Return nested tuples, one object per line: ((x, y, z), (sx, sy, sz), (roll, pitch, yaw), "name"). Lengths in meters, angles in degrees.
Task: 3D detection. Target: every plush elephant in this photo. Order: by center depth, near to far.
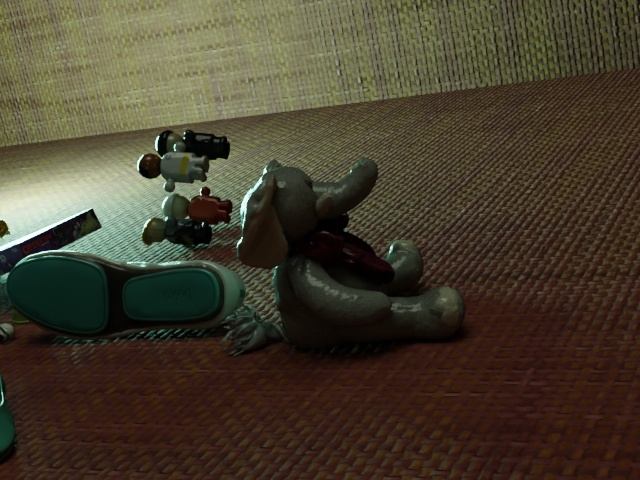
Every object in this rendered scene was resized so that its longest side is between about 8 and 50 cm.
((0.000, 0.000, 1.477), (0.330, 0.255, 0.272), (-13, 18, 1), "plush elephant")

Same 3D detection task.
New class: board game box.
((-0.595, 0.037, 2.035), (0.347, 0.056, 0.208), (-19, 13, 32), "board game box")

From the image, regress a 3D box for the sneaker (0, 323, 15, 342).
((-0.537, 0.151, 1.768), (0.083, 0.032, 0.037), (-7, 16, 19), "sneaker")

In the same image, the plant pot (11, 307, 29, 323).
((-0.496, 0.090, 1.866), (0.083, 0.079, 0.083), (-11, 15, 3), "plant pot")

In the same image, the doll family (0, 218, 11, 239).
((-0.666, -0.002, 2.042), (0.163, 0.118, 0.263), (-32, -8, -13), "doll family")

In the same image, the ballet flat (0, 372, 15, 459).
((-0.444, 0.207, 1.402), (0.083, 0.087, 0.247), (-16, 16, -16), "ballet flat")

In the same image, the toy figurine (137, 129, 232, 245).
((-0.270, -0.102, 2.131), (0.148, 0.213, 0.209), (5, 24, 12), "toy figurine")

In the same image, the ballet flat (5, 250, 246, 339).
((-0.295, 0.085, 1.695), (0.400, 0.139, 0.139), (0, 19, 23), "ballet flat")
